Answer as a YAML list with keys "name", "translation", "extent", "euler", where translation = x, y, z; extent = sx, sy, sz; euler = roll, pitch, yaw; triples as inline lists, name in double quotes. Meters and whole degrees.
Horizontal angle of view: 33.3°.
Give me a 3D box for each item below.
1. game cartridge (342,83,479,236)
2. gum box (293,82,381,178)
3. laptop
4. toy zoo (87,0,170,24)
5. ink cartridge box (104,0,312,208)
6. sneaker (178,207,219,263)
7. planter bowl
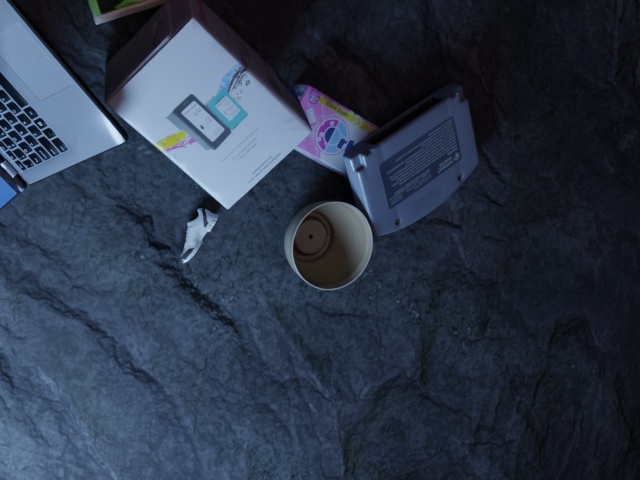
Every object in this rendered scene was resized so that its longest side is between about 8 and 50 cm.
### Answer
- name: "game cartridge"
  translation: [0.175, -0.142, 2.008]
  extent: [0.297, 0.062, 0.198]
  euler: [-35, 130, -28]
- name: "gum box"
  translation: [0.016, -0.194, 1.953]
  extent: [0.188, 0.062, 0.107]
  euler: [28, 88, -28]
- name: "laptop"
  translation: [-0.579, -0.169, 1.574]
  extent: [0.382, 0.408, 0.236]
  euler: [51, 43, -26]
- name: "toy zoo"
  translation: [-0.317, -0.514, 1.709]
  extent: [0.192, 0.030, 0.293]
  euler: [-19, 114, -11]
- name: "ink cartridge box"
  translation: [-0.186, -0.235, 1.740]
  extent: [0.197, 0.198, 0.270]
  euler: [-42, 117, 12]
- name: "sneaker"
  translation: [-0.224, -0.009, 1.890]
  extent: [0.044, 0.040, 0.109]
  euler: [32, 81, -11]
- name: "planter bowl"
  translation: [0.000, 0.000, 1.958]
  extent: [0.162, 0.109, 0.162]
  euler: [-6, 103, -25]
